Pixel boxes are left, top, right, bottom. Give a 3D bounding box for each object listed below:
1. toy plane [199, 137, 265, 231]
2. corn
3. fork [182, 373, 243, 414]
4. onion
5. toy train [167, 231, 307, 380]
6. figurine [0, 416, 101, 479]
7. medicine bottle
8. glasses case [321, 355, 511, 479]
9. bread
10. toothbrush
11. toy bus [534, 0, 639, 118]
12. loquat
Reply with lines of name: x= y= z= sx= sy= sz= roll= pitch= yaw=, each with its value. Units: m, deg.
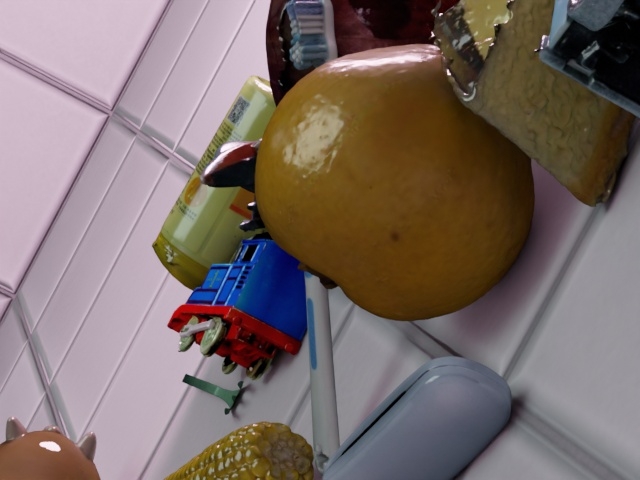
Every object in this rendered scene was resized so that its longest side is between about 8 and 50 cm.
toy plane: x=-0.025 y=-0.071 z=1.752 sx=0.223 sy=0.104 sz=0.326 roll=-50 pitch=-6 yaw=24
corn: x=-0.103 y=0.245 z=1.619 sx=0.305 sy=0.106 sz=0.106 roll=-41 pitch=26 yaw=43
fork: x=-0.109 y=0.153 z=1.944 sx=0.039 sy=0.021 sz=0.235 roll=-60 pitch=13 yaw=-7
onion: x=0.065 y=-0.169 z=1.604 sx=0.252 sy=0.219 sz=0.252 roll=-3 pitch=-90 yaw=-75
toy train: x=-0.073 y=0.066 z=1.856 sx=0.131 sy=0.083 sz=0.204 roll=-65 pitch=17 yaw=-10
figurine: x=-0.322 y=0.318 z=2.061 sx=0.247 sy=0.177 sz=0.173 roll=-58 pitch=-7 yaw=-29
medicine bottle: x=-0.083 y=-0.051 z=2.028 sx=0.239 sy=0.124 sz=0.124 roll=-61 pitch=15 yaw=9
glasses case: x=0.064 y=0.141 z=1.300 sx=0.178 sy=0.067 sz=0.045 roll=-49 pitch=20 yaw=41
bread: x=0.162 y=-0.113 z=1.290 sx=0.127 sy=0.147 sz=0.152 roll=-36 pitch=34 yaw=34
toothbrush: x=0.004 y=0.000 z=1.496 sx=0.040 sy=0.040 sz=0.386 roll=-152 pitch=58 yaw=-75
toy bus: x=0.260 y=-0.213 z=1.151 sx=0.271 sy=0.133 sz=0.164 roll=-54 pitch=13 yaw=35
loquat: x=0.054 y=-0.044 z=1.385 sx=0.208 sy=0.208 sz=0.208 roll=-55 pitch=17 yaw=25
